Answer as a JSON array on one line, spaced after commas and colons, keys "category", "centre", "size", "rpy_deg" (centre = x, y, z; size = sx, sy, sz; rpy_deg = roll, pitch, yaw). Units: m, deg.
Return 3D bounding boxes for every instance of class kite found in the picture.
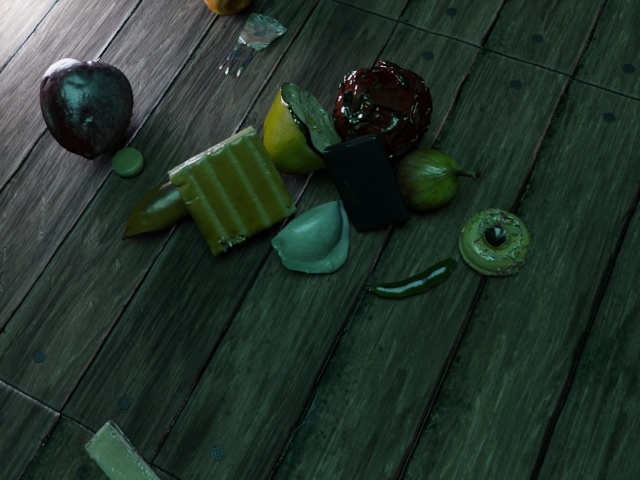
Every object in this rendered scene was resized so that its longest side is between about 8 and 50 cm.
[{"category": "kite", "centre": [-0.197, -0.557, 1.869], "size": [0.127, 0.016, 0.229], "rpy_deg": [25, 71, 19]}]

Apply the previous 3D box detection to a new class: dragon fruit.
[{"category": "dragon fruit", "centre": [0.144, -0.314, 1.584], "size": [0.245, 0.299, 0.244], "rpy_deg": [-5, 81, 29]}]

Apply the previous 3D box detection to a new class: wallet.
[{"category": "wallet", "centre": [0.109, -0.126, 1.538], "size": [0.149, 0.250, 0.044], "rpy_deg": [-12, 32, 20]}]

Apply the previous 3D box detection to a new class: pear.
[{"category": "pear", "centre": [-0.066, -0.250, 1.646], "size": [0.178, 0.267, 0.266], "rpy_deg": [-38, 64, 24]}]

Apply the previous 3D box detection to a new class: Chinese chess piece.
[{"category": "Chinese chess piece", "centre": [-0.510, -0.206, 1.739], "size": [0.084, 0.034, 0.084], "rpy_deg": [-2, 64, 4]}]

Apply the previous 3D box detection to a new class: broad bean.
[{"category": "broad bean", "centre": [0.215, 0.093, 1.534], "size": [0.227, 0.039, 0.069], "rpy_deg": [-14, 60, 0]}]

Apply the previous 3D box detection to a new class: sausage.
[{"category": "sausage", "centre": [-0.371, -0.097, 1.643], "size": [0.328, 0.112, 0.112], "rpy_deg": [-32, 68, -6]}]

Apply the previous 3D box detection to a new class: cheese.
[{"category": "cheese", "centre": [-0.354, 0.552, 1.396], "size": [0.400, 0.034, 0.085], "rpy_deg": [41, 76, 20]}]

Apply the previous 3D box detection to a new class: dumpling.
[{"category": "dumpling", "centre": [-0.008, -0.006, 1.578], "size": [0.217, 0.149, 0.105], "rpy_deg": [-38, 30, -17]}]

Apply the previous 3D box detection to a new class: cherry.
[{"category": "cherry", "centre": [-0.609, -0.347, 1.712], "size": [0.230, 0.203, 0.300], "rpy_deg": [4, 73, -32]}]

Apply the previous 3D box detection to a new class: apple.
[{"category": "apple", "centre": [-0.265, -0.728, 1.872], "size": [0.164, 0.163, 0.139], "rpy_deg": [-22, 78, -4]}]

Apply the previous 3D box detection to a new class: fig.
[{"category": "fig", "centre": [0.291, -0.141, 1.557], "size": [0.231, 0.143, 0.160], "rpy_deg": [11, 61, 35]}]

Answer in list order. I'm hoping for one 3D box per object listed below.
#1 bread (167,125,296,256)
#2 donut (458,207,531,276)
[{"category": "bread", "centre": [-0.208, -0.112, 1.567], "size": [0.239, 0.246, 0.111], "rpy_deg": [-29, 23, -2]}, {"category": "donut", "centre": [0.411, 0.001, 1.538], "size": [0.175, 0.068, 0.174], "rpy_deg": [-3, 66, 6]}]
